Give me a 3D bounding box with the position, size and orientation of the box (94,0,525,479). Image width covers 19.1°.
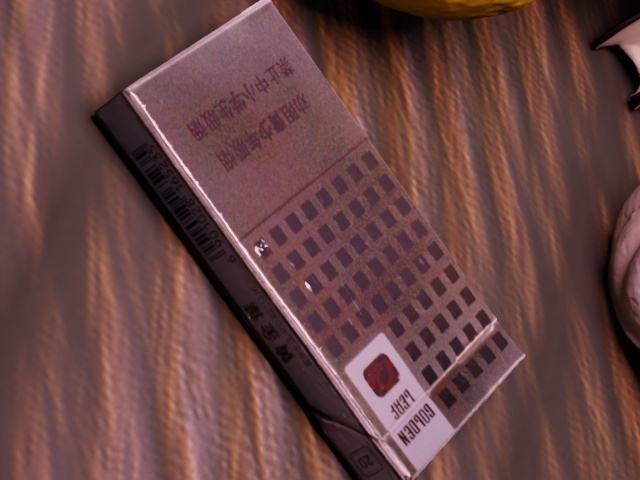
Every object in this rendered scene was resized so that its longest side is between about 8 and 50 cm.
[{"bbox_3d":[0.000,0.001,1.324,0.325,0.047,0.180,55,42,-5],"label":"box"}]

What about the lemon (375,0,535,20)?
[{"bbox_3d":[0.090,-0.328,1.409,0.336,0.336,0.336,23,52,-33],"label":"lemon"}]

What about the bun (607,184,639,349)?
[{"bbox_3d":[0.359,-0.016,1.497,0.175,0.263,0.263,83,22,-43],"label":"bun"}]

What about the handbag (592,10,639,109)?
[{"bbox_3d":[0.440,-0.219,1.735,0.358,0.236,0.160,-26,88,-48],"label":"handbag"}]
